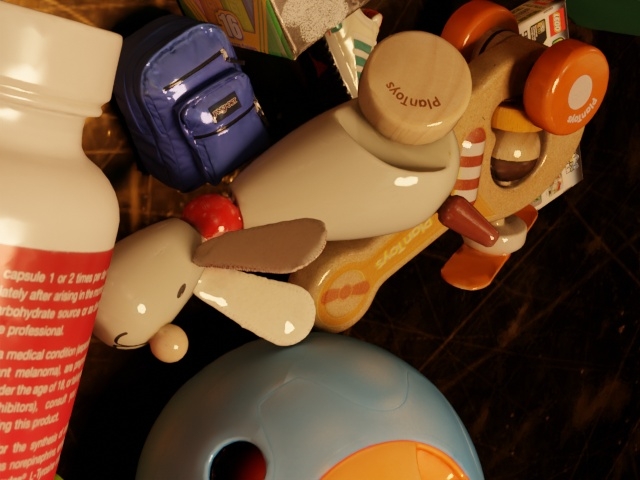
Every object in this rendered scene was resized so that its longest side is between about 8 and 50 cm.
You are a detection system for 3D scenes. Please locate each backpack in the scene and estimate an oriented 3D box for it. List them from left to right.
[{"bbox_3d":[-0.096,-0.110,0.957,0.098,0.101,0.120,-40,126,-27],"label":"backpack"}]

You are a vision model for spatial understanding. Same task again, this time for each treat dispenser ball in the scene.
[{"bbox_3d":[-0.009,0.219,1.022,0.288,0.288,0.288,-17,116,-39],"label":"treat dispenser ball"}]

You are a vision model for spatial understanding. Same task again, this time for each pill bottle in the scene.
[{"bbox_3d":[-0.257,0.048,0.772,0.229,0.229,0.407,10,98,-45],"label":"pill bottle"}]

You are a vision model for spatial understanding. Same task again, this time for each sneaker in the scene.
[{"bbox_3d":[0.031,-0.160,1.087,0.075,0.057,0.161,-37,124,-21],"label":"sneaker"}]

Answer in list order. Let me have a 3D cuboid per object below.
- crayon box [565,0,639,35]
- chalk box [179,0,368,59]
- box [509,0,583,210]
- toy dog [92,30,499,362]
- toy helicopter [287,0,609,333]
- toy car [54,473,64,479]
[{"bbox_3d":[0.424,-0.364,1.203,0.106,0.313,0.363,30,84,-45],"label":"crayon box"},{"bbox_3d":[-0.052,-0.263,0.923,0.132,0.132,0.213,-41,128,-24],"label":"chalk box"},{"bbox_3d":[0.212,-0.132,1.283,0.114,0.036,0.207,-32,124,-32],"label":"box"},{"bbox_3d":[0.000,0.000,0.933,0.334,0.161,0.220,-40,166,0],"label":"toy dog"},{"bbox_3d":[0.113,-0.034,1.138,0.355,0.140,0.235,-40,138,-18],"label":"toy helicopter"},{"bbox_3d":[-0.226,0.301,0.993,0.155,0.149,0.188,-39,156,-23],"label":"toy car"}]
